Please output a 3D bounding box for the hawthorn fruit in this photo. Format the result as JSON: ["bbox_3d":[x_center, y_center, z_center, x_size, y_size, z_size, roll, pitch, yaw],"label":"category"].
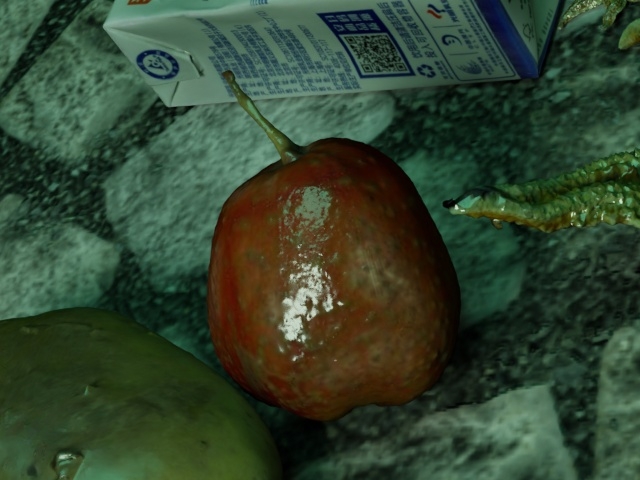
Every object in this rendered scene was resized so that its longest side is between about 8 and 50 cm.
[{"bbox_3d":[0.000,0.000,1.079,0.162,0.203,0.162,-14,16,4],"label":"hawthorn fruit"}]

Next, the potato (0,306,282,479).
[{"bbox_3d":[-0.156,0.132,1.117,0.296,0.141,0.191,20,63,45],"label":"potato"}]

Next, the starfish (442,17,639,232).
[{"bbox_3d":[0.270,-0.062,1.018,0.358,0.078,0.347,2,25,39],"label":"starfish"}]

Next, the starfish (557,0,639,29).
[{"bbox_3d":[0.195,-0.172,1.241,0.092,0.016,0.086,-32,41,9],"label":"starfish"}]

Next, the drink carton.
[{"bbox_3d":[0.009,-0.181,1.302,0.315,0.106,0.130,-1,52,33],"label":"drink carton"}]
